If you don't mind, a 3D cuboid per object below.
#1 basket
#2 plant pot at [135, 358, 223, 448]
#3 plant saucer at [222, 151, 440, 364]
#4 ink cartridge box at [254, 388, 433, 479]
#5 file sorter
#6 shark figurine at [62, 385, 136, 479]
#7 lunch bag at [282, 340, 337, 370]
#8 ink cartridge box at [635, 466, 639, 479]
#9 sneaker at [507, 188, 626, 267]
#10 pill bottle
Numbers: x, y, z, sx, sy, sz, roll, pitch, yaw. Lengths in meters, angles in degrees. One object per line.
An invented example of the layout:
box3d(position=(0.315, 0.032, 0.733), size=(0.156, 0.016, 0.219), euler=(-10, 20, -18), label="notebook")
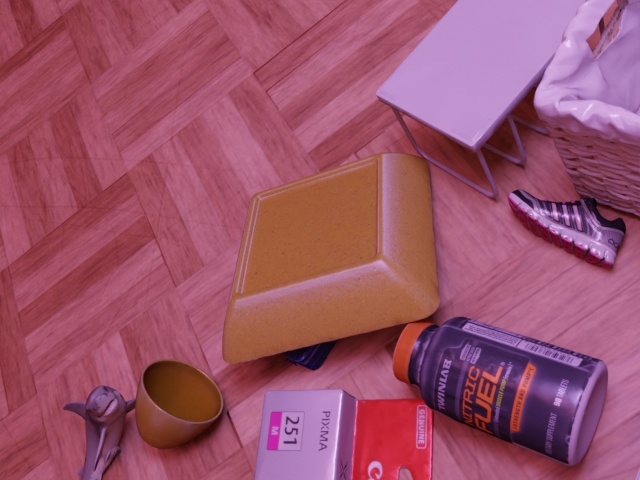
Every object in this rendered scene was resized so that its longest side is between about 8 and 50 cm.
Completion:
box3d(position=(0.486, -0.188, 0.818), size=(0.331, 0.266, 0.328), euler=(24, 77, 34), label="basket")
box3d(position=(-0.231, 0.263, 1.060), size=(0.134, 0.134, 0.095), euler=(49, 117, 37), label="plant pot")
box3d(position=(0.000, 0.000, 1.035), size=(0.333, 0.081, 0.332), euler=(-17, 41, 20), label="plant saucer")
box3d(position=(0.025, 0.338, 0.914), size=(0.239, 0.060, 0.275), euler=(-8, 61, 26), label="ink cartridge box")
box3d(position=(0.264, -0.235, 1.018), size=(0.277, 0.173, 0.193), euler=(-49, 52, -3), label="file sorter")
box3d(position=(-0.380, 0.321, 1.104), size=(0.116, 0.166, 0.278), euler=(25, 105, 9), label="shark figurine")
box3d(position=(-0.022, 0.145, 1.036), size=(0.067, 0.065, 0.098), euler=(26, 78, 36), label="lunch bag")
box3d(position=(0.412, 0.289, 0.668), size=(0.207, 0.117, 0.283), euler=(20, 87, 34), label="ink cartridge box")
box3d(position=(0.340, -0.033, 0.941), size=(0.170, 0.063, 0.075), euler=(35, 84, 32), label="sneaker")
box3d(position=(0.214, 0.173, 0.856), size=(0.246, 0.130, 0.130), euler=(15, 73, 34), label="pill bottle")
